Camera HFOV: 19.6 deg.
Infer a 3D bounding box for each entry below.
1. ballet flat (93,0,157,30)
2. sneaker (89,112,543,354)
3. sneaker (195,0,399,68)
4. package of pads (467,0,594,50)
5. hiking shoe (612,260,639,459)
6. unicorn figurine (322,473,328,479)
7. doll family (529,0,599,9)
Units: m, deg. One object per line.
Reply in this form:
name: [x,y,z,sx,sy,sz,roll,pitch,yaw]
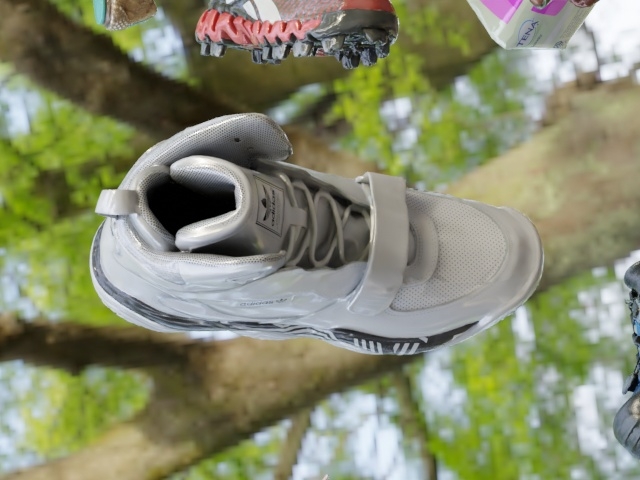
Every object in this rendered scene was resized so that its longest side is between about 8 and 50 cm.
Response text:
ballet flat: [-0.194,-0.306,1.811,0.067,0.073,0.206,-5,-93,-20]
sneaker: [0.000,0.000,1.425,0.210,0.365,0.137,97,174,-74]
sneaker: [-0.021,-0.222,1.637,0.097,0.276,0.135,6,-86,-31]
package of pads: [0.170,-0.346,1.598,0.101,0.229,0.296,-4,-129,-39]
hiking shoe: [0.312,0.085,1.649,0.304,0.132,0.113,-41,-17,-48]
unicorn figurine: [0.015,0.220,1.367,0.111,0.060,0.162,50,180,-3]
doll family: [0.154,-0.211,1.016,0.193,0.076,0.111,-52,-50,-8]
